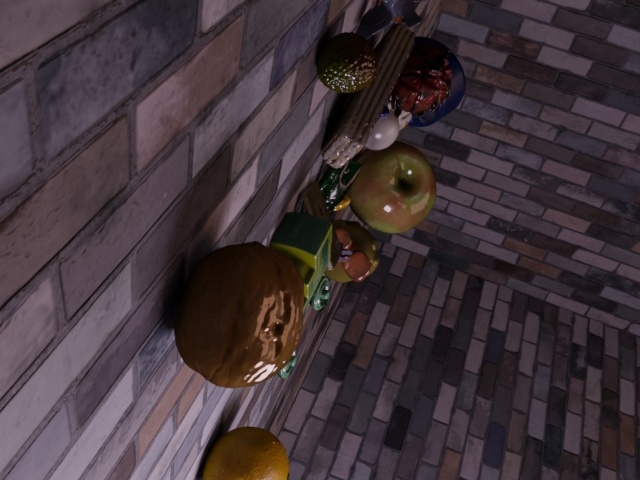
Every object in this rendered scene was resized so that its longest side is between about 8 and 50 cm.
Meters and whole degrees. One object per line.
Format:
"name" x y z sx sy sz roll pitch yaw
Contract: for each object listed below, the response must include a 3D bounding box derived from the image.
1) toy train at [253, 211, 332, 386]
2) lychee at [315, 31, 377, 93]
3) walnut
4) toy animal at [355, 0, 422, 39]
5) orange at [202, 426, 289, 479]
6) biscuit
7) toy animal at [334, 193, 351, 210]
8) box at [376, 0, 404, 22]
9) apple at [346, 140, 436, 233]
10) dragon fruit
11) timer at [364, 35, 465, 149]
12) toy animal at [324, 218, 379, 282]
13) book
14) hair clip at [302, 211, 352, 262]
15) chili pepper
"toy train" -0.087 0.139 1.487 0.237 0.151 0.368 89 22 -49
"lychee" 0.052 -0.338 1.280 0.146 0.114 0.114 -34 149 -46
"walnut" -0.118 0.109 1.011 0.195 0.196 0.221 -31 134 -78
"toy animal" 0.177 -0.534 1.477 0.176 0.239 0.255 28 37 -56
"orange" -0.184 0.576 1.678 0.236 0.236 0.236 21 90 -82
"biscuit" 0.122 -0.368 1.697 0.144 0.079 0.426 -41 -161 57
"toy animal" 0.039 -0.136 1.842 0.082 0.091 0.114 74 36 -54
"box" 0.209 -0.643 1.727 0.237 0.070 0.152 -49 159 -66
"apple" 0.234 -0.181 2.302 0.277 0.319 0.319 -3 -117 66
"dragon fruit" 0.276 -0.432 1.832 0.182 0.182 0.188 -50 135 -68
"timer" 0.234 -0.412 2.023 0.383 0.270 0.270 -46 161 -32
"toy animal" 0.083 0.040 2.250 0.191 0.216 0.338 -43 -178 13
"book" 0.006 -0.039 1.658 0.138 0.016 0.198 -58 130 -68
"hair clip" -0.005 0.012 1.787 0.278 0.137 0.090 40 64 -61
"chili pepper" 0.032 -0.132 1.747 0.098 0.061 0.224 10 124 -40
